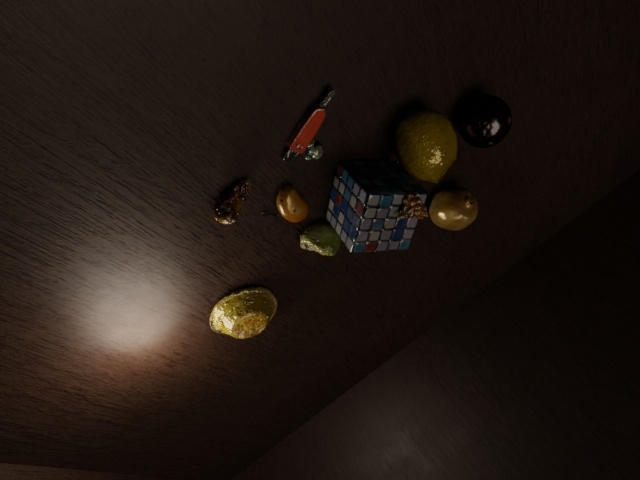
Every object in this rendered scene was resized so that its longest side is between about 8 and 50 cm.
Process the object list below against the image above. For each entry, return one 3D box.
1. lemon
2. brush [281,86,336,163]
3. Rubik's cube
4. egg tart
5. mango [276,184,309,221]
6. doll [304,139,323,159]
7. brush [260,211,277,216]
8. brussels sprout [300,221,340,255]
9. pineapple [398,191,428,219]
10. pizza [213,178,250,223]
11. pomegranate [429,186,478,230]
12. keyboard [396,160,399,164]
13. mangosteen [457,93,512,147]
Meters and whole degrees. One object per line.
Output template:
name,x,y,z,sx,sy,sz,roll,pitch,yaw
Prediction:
lemon,0.421,-0.378,1.932,0.253,0.311,0.253,-18,180,0
brush,-0.041,-0.418,1.752,0.070,0.051,0.323,18,122,-37
Rubik's cube,0.222,-0.144,1.992,0.291,0.287,0.293,-5,127,-23
egg tart,-0.351,0.360,2.269,0.341,0.132,0.342,-18,138,-17
mango,-0.117,-0.143,1.948,0.115,0.090,0.178,-46,138,-1
doll,-0.025,-0.345,1.836,0.083,0.050,0.077,2,111,-35
brush,-0.212,-0.106,1.981,0.083,0.008,0.024,6,125,-40
brussels sprout,0.003,-0.007,2.138,0.183,0.146,0.131,22,156,-1
pineapple,0.343,-0.120,1.846,0.114,0.077,0.114,-30,99,9
pizza,-0.327,-0.153,1.785,0.069,0.154,0.194,33,87,-30
pomegranate,0.658,-0.159,2.384,0.232,0.233,0.233,-20,139,-18
keyboard,0.335,-0.277,2.180,0.103,0.041,0.381,9,118,-40
mangosteen,0.705,-0.519,2.066,0.265,0.228,0.228,-49,163,-53
